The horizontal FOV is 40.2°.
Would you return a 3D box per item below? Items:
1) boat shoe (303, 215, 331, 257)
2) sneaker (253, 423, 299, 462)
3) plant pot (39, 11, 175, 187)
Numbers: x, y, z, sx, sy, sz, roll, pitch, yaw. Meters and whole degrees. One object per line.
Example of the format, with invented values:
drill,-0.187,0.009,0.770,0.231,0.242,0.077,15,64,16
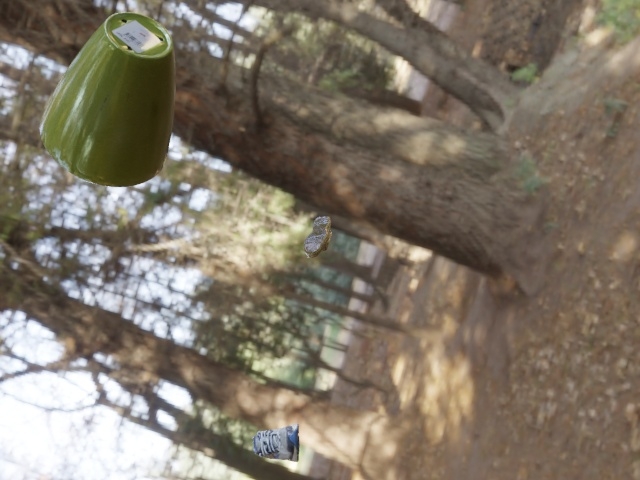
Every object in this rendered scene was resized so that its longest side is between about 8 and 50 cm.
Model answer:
boat shoe,0.000,0.000,1.881,0.135,0.050,0.045,-64,-35,-51
sneaker,-0.065,0.290,1.235,0.135,0.058,0.052,127,143,-64
plant pot,-0.406,-0.306,1.785,0.293,0.274,0.275,-56,11,44
